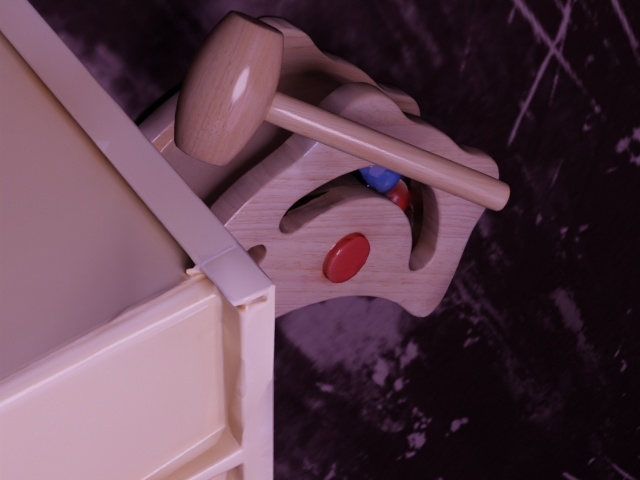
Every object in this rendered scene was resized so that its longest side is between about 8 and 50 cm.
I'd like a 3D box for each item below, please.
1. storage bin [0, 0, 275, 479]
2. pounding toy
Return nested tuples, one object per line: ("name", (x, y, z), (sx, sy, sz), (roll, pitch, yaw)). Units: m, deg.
("storage bin", (-0.136, 0.038, 0.479), (0.123, 0.262, 0.260), (-28, 146, -23))
("pounding toy", (0.000, 0.000, 0.694), (0.154, 0.155, 0.269), (-55, 148, 10))
